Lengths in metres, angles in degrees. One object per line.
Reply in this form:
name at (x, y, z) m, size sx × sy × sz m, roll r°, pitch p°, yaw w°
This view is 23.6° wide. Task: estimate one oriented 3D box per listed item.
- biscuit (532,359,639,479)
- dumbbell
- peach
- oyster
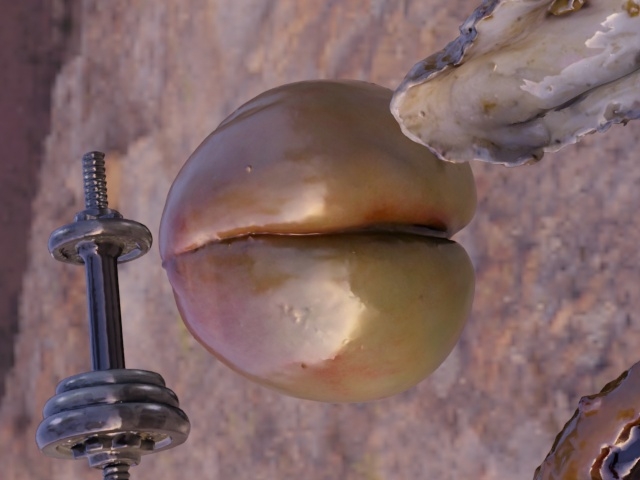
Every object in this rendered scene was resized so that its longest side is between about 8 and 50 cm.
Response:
biscuit at (0.238, 0.116, 0.860) m, size 0.075 × 0.296 × 0.296 m, roll 60°, pitch 144°, yaw 42°
dumbbell at (-0.157, 0.055, 1.122) m, size 0.110 × 0.110 × 0.255 m, roll 135°, pitch 132°, yaw -61°
peach at (0.000, 0.001, 1.355) m, size 0.247 × 0.292 × 0.292 m, roll -156°, pitch 67°, yaw -79°
oyster at (0.210, -0.171, 1.069) m, size 0.341 × 0.166 × 0.110 m, roll -51°, pitch 3°, yaw 15°
